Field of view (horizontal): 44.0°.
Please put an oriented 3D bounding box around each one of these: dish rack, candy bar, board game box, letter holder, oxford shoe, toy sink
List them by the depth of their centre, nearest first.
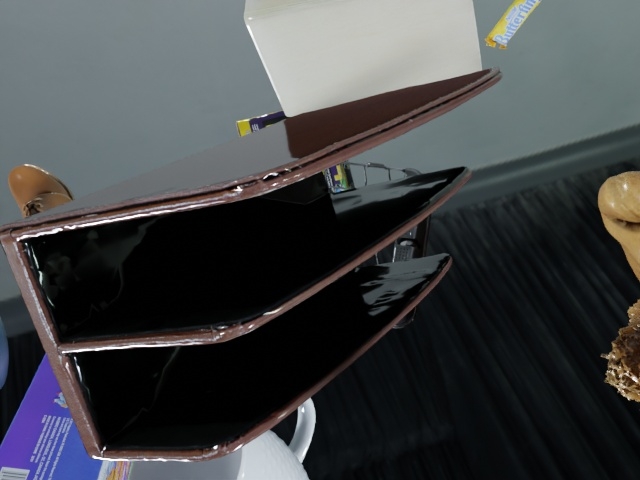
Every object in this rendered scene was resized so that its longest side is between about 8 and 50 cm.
[{"bbox_3d":[0.000,0.000,0.517,0.215,0.302,0.152,-9,104,37],"label":"letter holder"},{"bbox_3d":[-0.224,0.206,0.735,0.078,0.347,0.233,9,116,-7],"label":"board game box"},{"bbox_3d":[0.052,-0.253,0.887,0.234,0.131,0.152,-8,144,14],"label":"toy sink"},{"bbox_3d":[-0.001,-0.010,1.012,0.272,0.208,0.074,8,171,9],"label":"dish rack"},{"bbox_3d":[-0.395,-0.044,1.134,0.076,0.212,0.076,-47,154,4],"label":"oxford shoe"},{"bbox_3d":[0.293,-0.335,1.145,0.040,0.018,0.161,10,148,-19],"label":"candy bar"},{"bbox_3d":[-0.032,-0.109,1.155,0.141,0.048,0.170,-10,100,18],"label":"board game box"}]

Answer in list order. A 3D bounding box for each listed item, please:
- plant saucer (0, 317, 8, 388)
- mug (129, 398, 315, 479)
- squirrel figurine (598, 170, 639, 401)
[{"bbox_3d":[-0.390,0.076,0.833,0.037,0.195,0.195,-37,134,6],"label":"plant saucer"},{"bbox_3d":[-0.138,0.434,1.489,0.374,0.276,0.328,-58,136,-15],"label":"mug"},{"bbox_3d":[0.465,0.114,0.860,0.281,0.370,0.397,-11,167,7],"label":"squirrel figurine"}]
